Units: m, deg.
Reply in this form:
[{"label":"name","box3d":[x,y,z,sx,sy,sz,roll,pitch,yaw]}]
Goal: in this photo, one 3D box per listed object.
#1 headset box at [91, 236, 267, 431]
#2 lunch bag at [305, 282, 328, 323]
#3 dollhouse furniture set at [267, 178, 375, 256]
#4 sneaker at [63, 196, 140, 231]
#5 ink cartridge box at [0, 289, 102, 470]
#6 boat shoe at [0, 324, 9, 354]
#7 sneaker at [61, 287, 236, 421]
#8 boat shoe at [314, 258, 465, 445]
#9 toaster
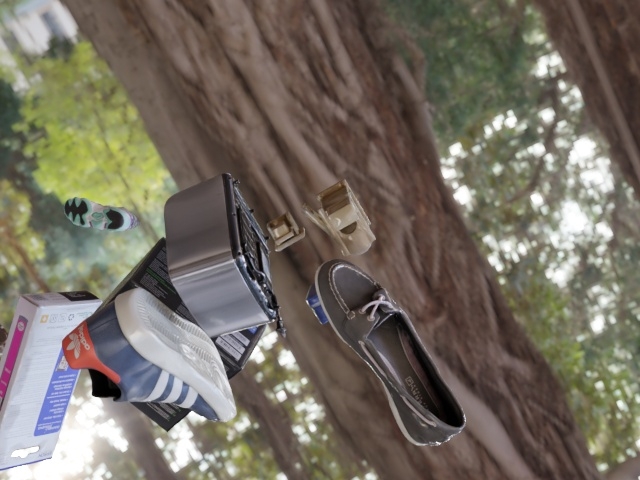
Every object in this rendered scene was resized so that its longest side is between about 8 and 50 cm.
[{"label":"headset box","box3d":[-0.281,0.177,1.970,0.283,0.246,0.131,-44,-169,39]},{"label":"lunch bag","box3d":[0.012,0.102,2.022,0.067,0.065,0.098,-32,-170,13]},{"label":"dollhouse furniture set","box3d":[0.000,0.000,1.801,0.161,0.101,0.182,-30,-166,7]},{"label":"sneaker","box3d":[-0.285,-0.031,1.467,0.098,0.038,0.069,18,-176,18]},{"label":"ink cartridge box","box3d":[-0.567,0.280,2.221,0.069,0.371,0.175,25,-167,30]},{"label":"boat shoe","box3d":[-0.776,0.162,2.352,0.095,0.257,0.095,-45,173,23]},{"label":"sneaker","box3d":[-0.241,0.185,1.571,0.148,0.350,0.131,-27,-126,7]},{"label":"boat shoe","box3d":[0.116,0.164,1.713,0.112,0.335,0.095,-33,-177,-36]},{"label":"toaster","box3d":[-0.133,0.031,1.535,0.110,0.168,0.186,-18,-131,8]}]
